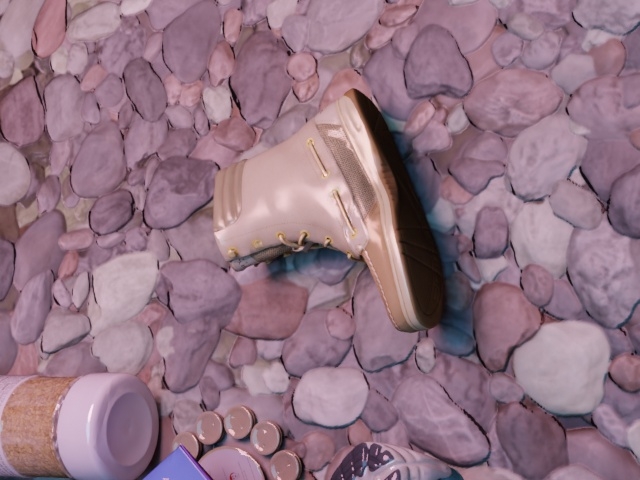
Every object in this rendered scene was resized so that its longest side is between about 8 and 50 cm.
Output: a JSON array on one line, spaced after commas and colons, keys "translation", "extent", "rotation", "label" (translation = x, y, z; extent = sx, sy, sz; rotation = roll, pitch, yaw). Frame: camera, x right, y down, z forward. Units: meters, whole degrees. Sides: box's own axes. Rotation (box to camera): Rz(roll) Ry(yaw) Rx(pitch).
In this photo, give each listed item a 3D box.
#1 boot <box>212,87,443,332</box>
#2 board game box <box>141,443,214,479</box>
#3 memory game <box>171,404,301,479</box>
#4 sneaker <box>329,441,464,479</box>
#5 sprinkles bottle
[{"translation": [0.000, 0.000, 1.022], "extent": [0.203, 0.095, 0.262], "rotation": [-27, 69, 21], "label": "boot"}, {"translation": [-0.128, 0.358, 0.890], "extent": [0.233, 0.078, 0.347], "rotation": [-41, 32, -12], "label": "board game box"}, {"translation": [-0.096, 0.271, 1.077], "extent": [0.186, 0.012, 0.186], "rotation": [-5, 80, 27], "label": "memory game"}, {"translation": [0.034, 0.299, 0.951], "extent": [0.275, 0.110, 0.107], "rotation": [-52, 38, 30], "label": "sneaker"}, {"translation": [-0.362, 0.213, 1.165], "extent": [0.355, 0.121, 0.121], "rotation": [-4, 80, 27], "label": "sprinkles bottle"}]
